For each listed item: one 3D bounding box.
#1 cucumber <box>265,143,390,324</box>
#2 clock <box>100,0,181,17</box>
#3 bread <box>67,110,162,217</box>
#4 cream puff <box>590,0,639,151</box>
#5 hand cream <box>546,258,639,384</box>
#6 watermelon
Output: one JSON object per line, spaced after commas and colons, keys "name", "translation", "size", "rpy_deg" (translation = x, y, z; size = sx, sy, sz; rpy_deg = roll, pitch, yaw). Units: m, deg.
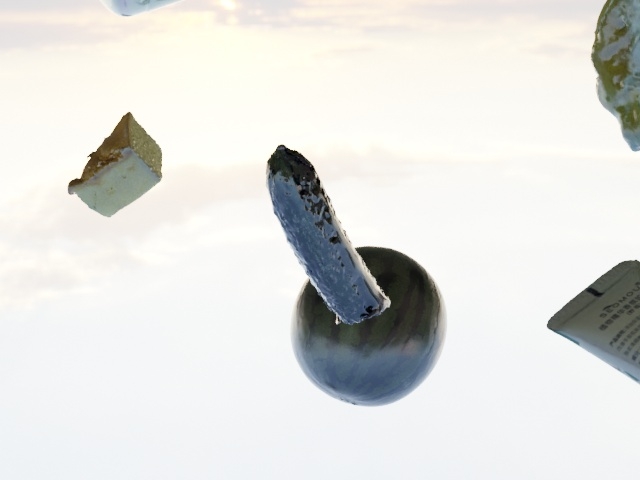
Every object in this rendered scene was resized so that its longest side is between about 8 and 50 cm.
{"name": "cucumber", "translation": [0.000, 0.003, 1.174], "size": [0.067, 0.245, 0.067], "rpy_deg": [-16, -135, 17]}
{"name": "clock", "translation": [-0.197, -0.390, 1.062], "size": [0.108, 0.324, 0.265], "rpy_deg": [-21, 163, -16]}
{"name": "bread", "translation": [-0.257, -0.089, 1.497], "size": [0.109, 0.084, 0.080], "rpy_deg": [-34, -144, 15]}
{"name": "cream puff", "translation": [0.591, -0.256, 1.764], "size": [0.275, 0.378, 0.378], "rpy_deg": [-17, -159, -34]}
{"name": "hand cream", "translation": [0.282, 0.100, 0.827], "size": [0.095, 0.059, 0.276], "rpy_deg": [-35, -136, -14]}
{"name": "watermelon", "translation": [0.063, 0.109, 1.549], "size": [0.212, 0.212, 0.212], "rpy_deg": [-2, -165, 1]}
